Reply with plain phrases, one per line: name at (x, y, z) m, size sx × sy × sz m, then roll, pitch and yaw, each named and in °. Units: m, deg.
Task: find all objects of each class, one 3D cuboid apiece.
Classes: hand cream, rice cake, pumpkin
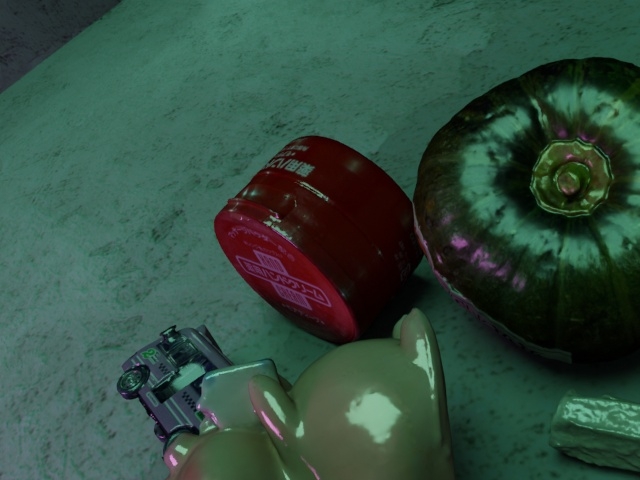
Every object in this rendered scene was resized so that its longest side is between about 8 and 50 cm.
hand cream at (0.000, 0.000, 0.736) m, size 0.193 × 0.193 × 0.125 m, roll 15°, pitch 54°, yaw 44°
rice cake at (0.287, 0.141, 0.493) m, size 0.256 × 0.052 × 0.057 m, roll 3°, pitch 20°, yaw 37°
pumpkin at (0.217, -0.027, 0.633) m, size 0.261 × 0.189 × 0.260 m, roll -7°, pitch 72°, yaw 22°

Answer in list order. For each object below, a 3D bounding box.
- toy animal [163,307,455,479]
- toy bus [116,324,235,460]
toy animal at (-0.018, 0.185, 0.516) m, size 0.256 × 0.212 × 0.195 m, roll -17°, pitch -6°, yaw 1°
toy bus at (-0.109, 0.165, 0.701) m, size 0.108 × 0.096 × 0.199 m, roll -38°, pitch 39°, yaw -16°
